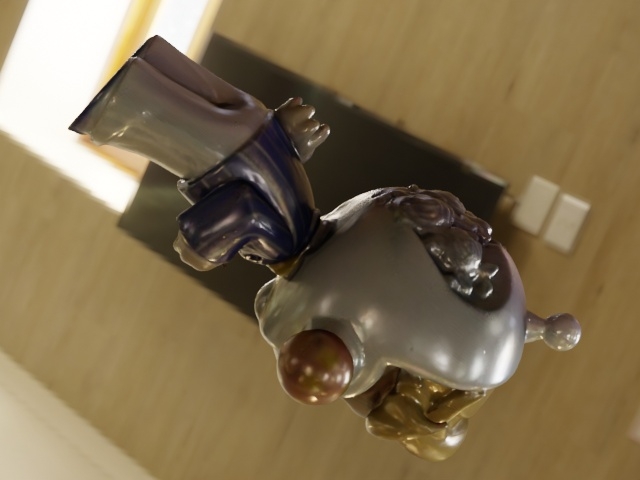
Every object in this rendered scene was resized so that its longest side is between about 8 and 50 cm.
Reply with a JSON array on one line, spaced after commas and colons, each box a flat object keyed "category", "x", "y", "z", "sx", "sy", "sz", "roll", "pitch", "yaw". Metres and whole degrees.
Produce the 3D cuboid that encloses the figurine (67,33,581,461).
[{"category": "figurine", "x": -0.002, "y": -0.006, "z": 0.760, "sx": 0.274, "sy": 0.133, "sz": 0.194, "roll": 48, "pitch": -163, "yaw": 10}]
